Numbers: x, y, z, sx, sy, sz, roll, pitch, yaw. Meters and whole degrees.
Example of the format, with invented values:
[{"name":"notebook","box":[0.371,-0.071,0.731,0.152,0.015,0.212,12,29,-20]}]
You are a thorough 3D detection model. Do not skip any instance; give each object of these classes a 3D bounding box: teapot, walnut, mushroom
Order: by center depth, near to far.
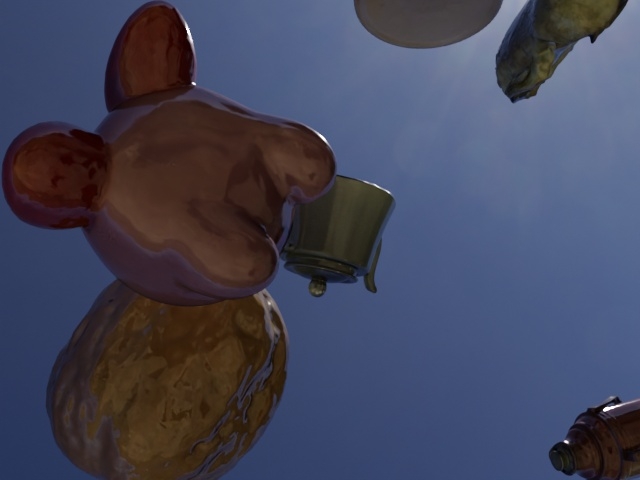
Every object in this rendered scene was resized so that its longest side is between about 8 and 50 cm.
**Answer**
[{"name":"teapot","box":[0.000,0.000,1.107,0.239,0.162,0.149,22,-104,-43]},{"name":"walnut","box":[-0.193,0.169,1.114,0.306,0.306,0.344,34,-114,-26]},{"name":"mushroom","box":[0.385,-0.356,1.410,0.130,0.344,0.247,42,-93,2]}]

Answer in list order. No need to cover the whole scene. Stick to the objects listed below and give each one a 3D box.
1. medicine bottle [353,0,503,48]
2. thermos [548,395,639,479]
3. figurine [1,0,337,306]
[{"name":"medicine bottle","box":[0.134,-0.463,1.099,0.224,0.224,0.384,17,-119,-31]},{"name":"thermos","box":[0.381,0.239,1.009,0.232,0.124,0.099,-9,-91,-22]},{"name":"figurine","box":[-0.147,-0.052,0.852,0.261,0.211,0.269,32,-121,-6]}]
